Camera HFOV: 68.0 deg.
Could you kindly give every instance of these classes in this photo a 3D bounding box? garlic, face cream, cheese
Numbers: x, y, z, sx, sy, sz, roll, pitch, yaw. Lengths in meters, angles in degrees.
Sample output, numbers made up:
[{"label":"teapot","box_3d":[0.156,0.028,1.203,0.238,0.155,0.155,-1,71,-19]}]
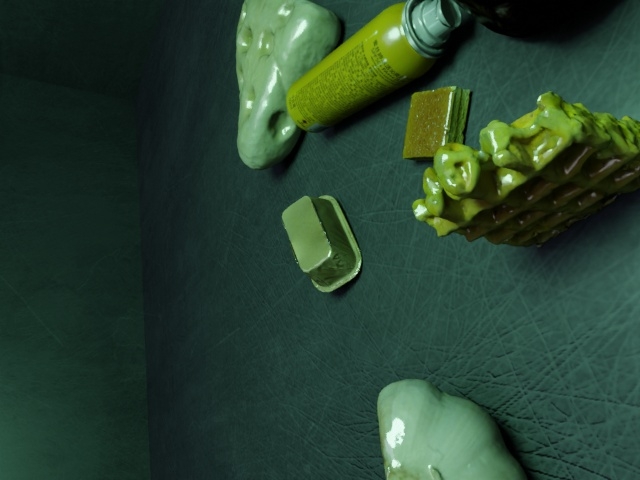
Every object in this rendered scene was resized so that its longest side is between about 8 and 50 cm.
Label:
[{"label":"garlic","box_3d":[0.151,0.259,0.524,0.142,0.178,0.229,-27,80,20]},{"label":"face cream","box_3d":[0.071,-0.267,0.736,0.348,0.105,0.105,-11,77,58]},{"label":"cheese","box_3d":[-0.116,-0.363,1.029,0.328,0.129,0.351,57,131,42]}]

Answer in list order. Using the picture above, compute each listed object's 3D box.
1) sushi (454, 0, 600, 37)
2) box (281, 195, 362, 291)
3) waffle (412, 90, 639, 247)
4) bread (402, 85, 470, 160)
[{"label":"sushi","box_3d":[0.161,-0.373,0.423,0.281,0.294,0.299,49,126,49]},{"label":"box","box_3d":[0.000,0.000,0.835,0.111,0.111,0.177,-52,49,42]},{"label":"waffle","box_3d":[0.185,-0.055,0.424,0.160,0.210,0.055,-44,50,46]},{"label":"bread","box_3d":[0.156,-0.157,0.651,0.090,0.035,0.094,16,100,58]}]
